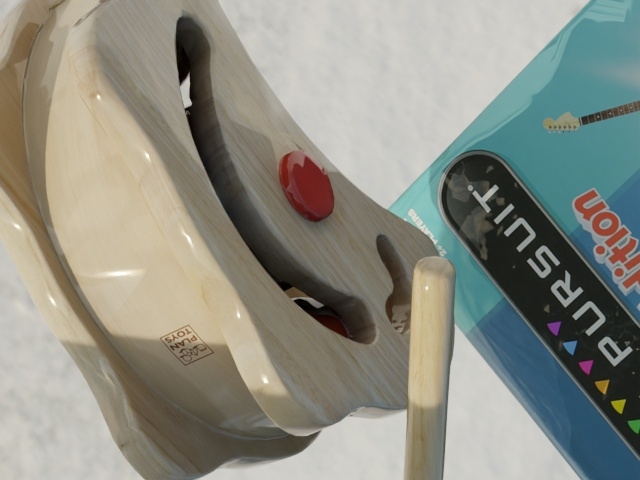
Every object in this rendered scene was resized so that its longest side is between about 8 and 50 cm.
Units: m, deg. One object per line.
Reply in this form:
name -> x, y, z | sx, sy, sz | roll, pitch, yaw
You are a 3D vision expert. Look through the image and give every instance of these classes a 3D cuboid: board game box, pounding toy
board game box -> 0.220, -0.025, 0.731 | 0.336, 0.254, 0.079 | -47, 163, 27
pounding toy -> 0.000, 0.000, 0.631 | 0.155, 0.269, 0.154 | -25, -171, 30
